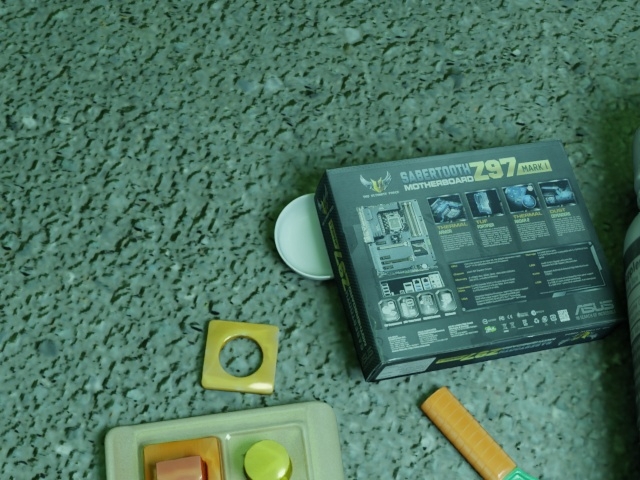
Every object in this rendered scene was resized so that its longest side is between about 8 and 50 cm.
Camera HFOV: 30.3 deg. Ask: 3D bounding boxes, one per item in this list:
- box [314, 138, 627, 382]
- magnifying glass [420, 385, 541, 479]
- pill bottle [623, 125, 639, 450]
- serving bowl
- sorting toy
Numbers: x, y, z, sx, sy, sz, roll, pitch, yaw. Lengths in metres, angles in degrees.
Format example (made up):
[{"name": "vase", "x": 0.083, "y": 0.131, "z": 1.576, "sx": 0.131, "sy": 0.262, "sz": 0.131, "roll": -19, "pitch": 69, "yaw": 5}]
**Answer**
[{"name": "box", "x": 0.128, "y": 0.013, "z": 1.031, "sx": 0.233, "sy": 0.059, "sz": 0.183, "roll": -9, "pitch": 68, "yaw": -17}, {"name": "magnifying glass", "x": 0.170, "y": 0.216, "z": 0.982, "sx": 0.092, "sy": 0.026, "sz": 0.231, "roll": -37, "pitch": 75, "yaw": -17}, {"name": "pill bottle", "x": 0.354, "y": 0.070, "z": 0.955, "sx": 0.204, "sy": 0.204, "sz": 0.360, "roll": 3, "pitch": 66, "yaw": -2}, {"name": "serving bowl", "x": 0.000, "y": 0.000, "z": 1.064, "sx": 0.083, "sy": 0.027, "sz": 0.083, "roll": 1, "pitch": 66, "yaw": -2}, {"name": "sorting toy", "x": -0.073, "y": 0.222, "z": 0.952, "sx": 0.196, "sy": 0.047, "sz": 0.347, "roll": -6, "pitch": 66, "yaw": -5}]
